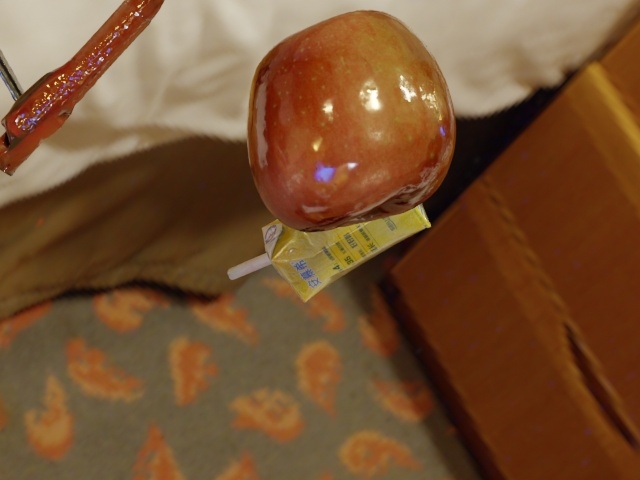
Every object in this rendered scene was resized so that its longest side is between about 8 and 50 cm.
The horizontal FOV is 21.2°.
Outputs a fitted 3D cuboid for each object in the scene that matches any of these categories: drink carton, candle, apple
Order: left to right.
[{"bbox_3d":[-0.109,-0.097,0.863,0.026,0.167,0.021,42,14,-19],"label":"candle"},{"bbox_3d":[0.000,0.000,1.633,0.084,0.200,0.074,51,12,-36],"label":"drink carton"},{"bbox_3d":[0.021,-0.095,1.413,0.181,0.181,0.168,-20,88,-39],"label":"apple"}]

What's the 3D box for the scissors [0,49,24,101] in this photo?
[{"bbox_3d":[-0.343,-0.233,1.627,0.317,0.024,0.160,62,6,-14],"label":"scissors"}]
